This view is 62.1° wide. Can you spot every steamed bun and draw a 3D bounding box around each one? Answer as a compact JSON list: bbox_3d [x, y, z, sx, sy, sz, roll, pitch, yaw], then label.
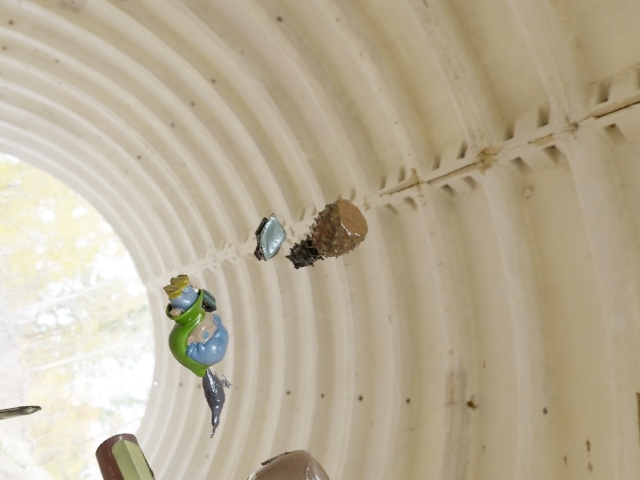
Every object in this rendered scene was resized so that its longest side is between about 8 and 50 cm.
[{"bbox_3d":[-0.110,0.772,1.680,0.199,0.251,0.301,51,-23,14],"label":"steamed bun"}]

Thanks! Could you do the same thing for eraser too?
[{"bbox_3d":[-0.591,0.723,1.689,0.172,0.058,0.117,48,-11,32],"label":"eraser"}]

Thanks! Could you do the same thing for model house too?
[{"bbox_3d":[-0.211,-0.004,2.002,0.106,0.165,0.152,39,-20,-23],"label":"model house"}]

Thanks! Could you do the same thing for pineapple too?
[{"bbox_3d":[0.000,0.000,1.545,0.278,0.157,0.158,-34,-103,31],"label":"pineapple"}]

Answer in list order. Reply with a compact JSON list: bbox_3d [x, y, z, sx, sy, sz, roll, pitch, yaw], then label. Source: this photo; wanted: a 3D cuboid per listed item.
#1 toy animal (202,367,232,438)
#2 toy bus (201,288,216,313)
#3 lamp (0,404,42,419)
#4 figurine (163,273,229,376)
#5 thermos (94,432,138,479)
[{"bbox_3d":[-0.439,0.603,2.198,0.081,0.206,0.367,-13,-95,13],"label":"toy animal"},{"bbox_3d":[-0.482,0.258,2.055,0.160,0.079,0.092,-31,-142,17],"label":"toy bus"},{"bbox_3d":[-0.757,0.305,1.157,0.203,0.124,0.283,-15,-70,17],"label":"lamp"},{"bbox_3d":[-0.322,0.213,1.344,0.143,0.162,0.263,-9,-63,13],"label":"figurine"},{"bbox_3d":[-0.670,0.816,1.805,0.176,0.146,0.265,-46,-131,5],"label":"thermos"}]
